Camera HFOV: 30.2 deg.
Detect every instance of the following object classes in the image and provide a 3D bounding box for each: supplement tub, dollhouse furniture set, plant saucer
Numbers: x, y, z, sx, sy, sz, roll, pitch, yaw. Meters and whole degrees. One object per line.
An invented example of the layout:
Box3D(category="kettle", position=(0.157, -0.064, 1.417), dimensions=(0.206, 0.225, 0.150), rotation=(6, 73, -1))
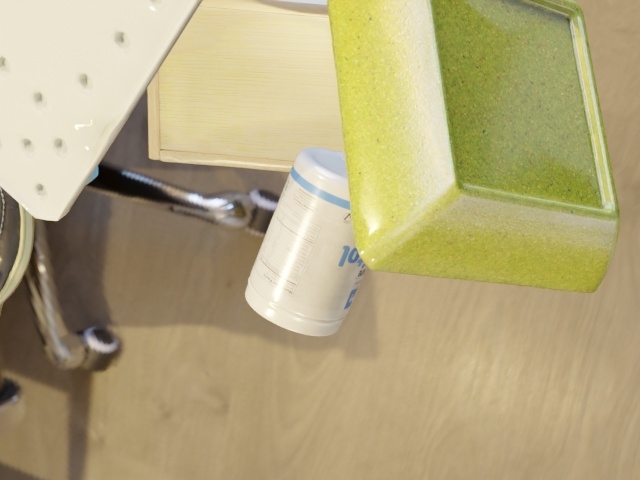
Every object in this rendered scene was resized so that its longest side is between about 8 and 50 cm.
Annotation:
Box3D(category="supplement tub", position=(0.000, 0.000, 0.772), dimensions=(0.071, 0.071, 0.107), rotation=(27, 110, 17))
Box3D(category="dollhouse furniture set", position=(0.004, -0.233, 1.090), dimensions=(0.256, 0.394, 0.362), rotation=(6, 126, 1))
Box3D(category="plant saucer", position=(0.093, -0.073, 0.635), dimensions=(0.045, 0.188, 0.188), rotation=(-23, 67, 46))

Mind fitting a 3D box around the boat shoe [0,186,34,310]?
Box3D(category="boat shoe", position=(-0.307, 0.027, 1.011), dimensions=(0.080, 0.073, 0.223), rotation=(45, 128, 21))

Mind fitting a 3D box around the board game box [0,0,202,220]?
Box3D(category="board game box", position=(-0.204, -0.256, 0.641), dimensions=(0.390, 0.050, 0.390), rotation=(43, 132, 1))
